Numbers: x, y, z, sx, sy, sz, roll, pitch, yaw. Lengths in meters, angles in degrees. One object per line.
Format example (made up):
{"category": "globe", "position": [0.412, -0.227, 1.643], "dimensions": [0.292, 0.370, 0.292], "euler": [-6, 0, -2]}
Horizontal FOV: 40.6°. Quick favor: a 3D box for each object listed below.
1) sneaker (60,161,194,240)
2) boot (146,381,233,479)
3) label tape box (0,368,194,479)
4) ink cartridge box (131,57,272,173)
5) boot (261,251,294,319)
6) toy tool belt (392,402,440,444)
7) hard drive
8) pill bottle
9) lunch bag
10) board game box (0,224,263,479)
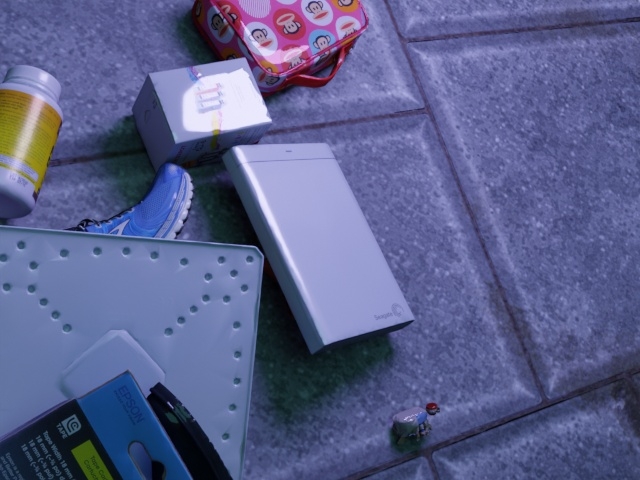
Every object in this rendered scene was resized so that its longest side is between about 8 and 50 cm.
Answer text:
{"category": "sneaker", "position": [-0.305, 0.000, 1.281], "dimensions": [0.147, 0.130, 0.330], "euler": [36, 59, -11]}
{"category": "boot", "position": [-0.225, 0.337, 1.130], "dimensions": [0.207, 0.094, 0.246], "euler": [-34, 114, -20]}
{"category": "label tape box", "position": [-0.305, 0.330, 1.031], "dimensions": [0.334, 0.106, 0.240], "euler": [-30, 91, -1]}
{"category": "ink cartridge box", "position": [-0.196, -0.201, 1.405], "dimensions": [0.176, 0.128, 0.127], "euler": [-16, 78, -28]}
{"category": "boot", "position": [-0.043, 0.082, 1.416], "dimensions": [0.158, 0.059, 0.084], "euler": [34, 64, -11]}
{"category": "toy tool belt", "position": [0.159, 0.305, 1.431], "dimensions": [0.083, 0.052, 0.051], "euler": [-15, 108, -26]}
{"category": "hard drive", "position": [0.000, 0.000, 1.421], "dimensions": [0.233, 0.047, 0.353], "euler": [-8, 68, -48]}
{"category": "pill bottle", "position": [-0.453, -0.148, 1.276], "dimensions": [0.117, 0.117, 0.215], "euler": [18, 63, -18]}
{"category": "lunch bag", "position": [-0.056, -0.391, 1.564], "dimensions": [0.293, 0.120, 0.258], "euler": [-34, 87, -33]}
{"category": "board game box", "position": [-0.285, 0.186, 1.175], "dimensions": [0.390, 0.050, 0.389], "euler": [5, 92, -24]}
